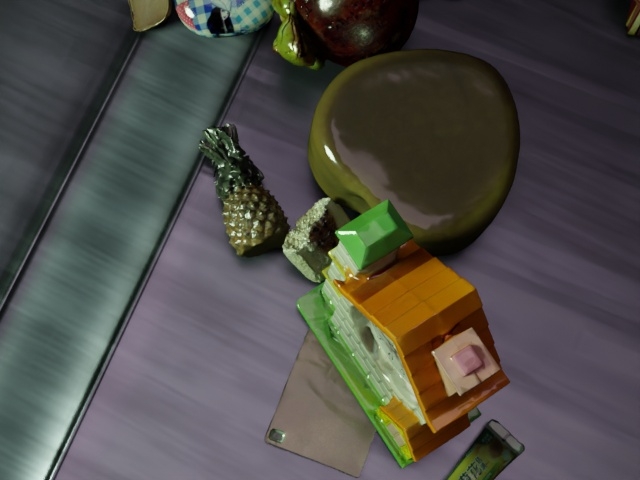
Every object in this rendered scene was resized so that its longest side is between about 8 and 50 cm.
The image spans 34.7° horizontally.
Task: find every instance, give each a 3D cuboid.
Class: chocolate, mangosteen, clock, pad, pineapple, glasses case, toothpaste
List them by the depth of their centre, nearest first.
[{"bbox_3d":[0.082,0.097,1.019,0.106,0.255,0.220,-32,78,-12],"label":"clock"},{"bbox_3d":[0.137,0.278,1.091,0.049,0.031,0.204,42,74,9],"label":"toothpaste"},{"bbox_3d":[0.024,0.155,1.135,0.113,0.006,0.187,21,74,2],"label":"pad"},{"bbox_3d":[-0.092,-0.061,1.162,0.074,0.074,0.159,-21,73,-8],"label":"pineapple"},{"bbox_3d":[0.021,-0.267,1.178,0.180,0.166,0.166,-27,76,2],"label":"mangosteen"},{"bbox_3d":[-0.201,-0.302,1.240,0.064,0.031,0.100,-22,74,32],"label":"chocolate"},{"bbox_3d":[-0.132,-0.400,1.253,0.125,0.076,0.327,-8,74,-7],"label":"glasses case"}]

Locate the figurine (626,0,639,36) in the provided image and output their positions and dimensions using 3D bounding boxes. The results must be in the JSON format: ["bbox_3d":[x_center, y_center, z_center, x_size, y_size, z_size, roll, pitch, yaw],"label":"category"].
[{"bbox_3d":[0.433,-0.287,1.230,0.154,0.098,0.082,18,78,1],"label":"figurine"}]

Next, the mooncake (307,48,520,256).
[{"bbox_3d":[0.113,-0.108,1.156,0.235,0.117,0.234,1,73,-4],"label":"mooncake"}]

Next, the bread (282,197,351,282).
[{"bbox_3d":[0.000,0.000,1.150,0.035,0.070,0.083,16,63,43],"label":"bread"}]
